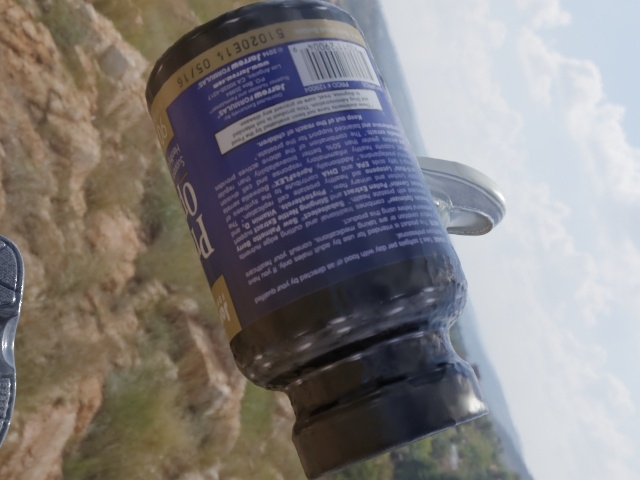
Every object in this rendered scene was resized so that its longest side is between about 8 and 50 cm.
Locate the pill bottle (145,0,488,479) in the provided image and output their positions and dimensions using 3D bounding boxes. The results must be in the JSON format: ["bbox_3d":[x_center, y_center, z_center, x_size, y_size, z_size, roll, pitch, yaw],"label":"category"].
[{"bbox_3d":[0.000,0.000,0.448,0.123,0.123,0.219,42,26,-73],"label":"pill bottle"}]

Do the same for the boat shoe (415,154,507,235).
[{"bbox_3d":[0.060,-0.026,0.732,0.228,0.079,0.081,13,61,-27],"label":"boat shoe"}]

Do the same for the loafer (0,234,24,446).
[{"bbox_3d":[-0.370,0.139,0.901,0.109,0.095,0.302,20,56,-26],"label":"loafer"}]
